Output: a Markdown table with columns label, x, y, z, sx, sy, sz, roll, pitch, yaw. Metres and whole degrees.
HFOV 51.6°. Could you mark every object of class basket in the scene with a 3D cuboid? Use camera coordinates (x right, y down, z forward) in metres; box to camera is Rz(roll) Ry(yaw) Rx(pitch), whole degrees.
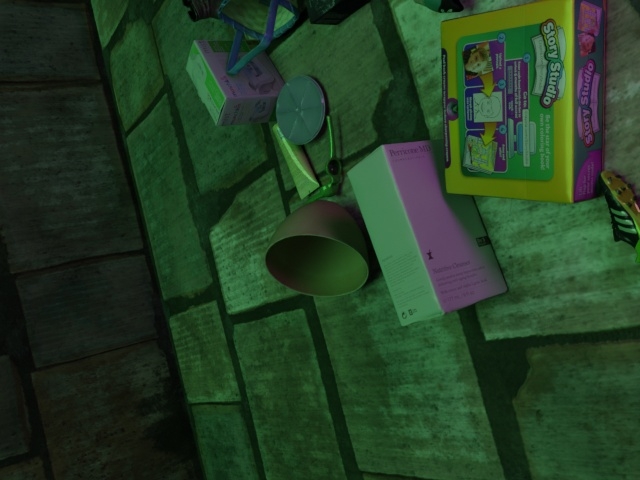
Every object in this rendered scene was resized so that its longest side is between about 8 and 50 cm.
| label | x | y | z | sx | sy | sz | roll | pitch | yaw |
| --- | --- | --- | --- | --- | --- | --- | --- | --- | --- |
| basket | -0.186 | -0.641 | 1.906 | 0.255 | 0.201 | 0.288 | -16 | 64 | 55 |

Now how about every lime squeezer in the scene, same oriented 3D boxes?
| label | x | y | z | sx | sy | sz | roll | pitch | yaw |
| --- | --- | --- | --- | --- | --- | --- | --- | --- | --- |
| lime squeezer | 0.023 | -0.197 | 1.900 | 0.110 | 0.059 | 0.310 | -117 | 33 | -47 |

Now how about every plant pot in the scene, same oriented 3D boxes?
| label | x | y | z | sx | sy | sz | roll | pitch | yaw |
| --- | --- | --- | --- | --- | --- | --- | --- | --- | --- |
| plant pot | 0.000 | 0.000 | 1.834 | 0.284 | 0.284 | 0.190 | 129 | 157 | -49 |

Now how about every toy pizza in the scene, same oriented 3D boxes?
| label | x | y | z | sx | sy | sz | roll | pitch | yaw |
| --- | --- | --- | --- | --- | --- | --- | --- | --- | --- |
| toy pizza | -0.055 | -0.383 | 1.950 | 0.201 | 0.032 | 0.201 | 7 | 100 | 43 |

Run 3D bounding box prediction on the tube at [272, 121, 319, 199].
| label | x | y | z | sx | sy | sz | roll | pitch | yaw |
| --- | --- | --- | --- | --- | --- | --- | --- | --- | --- |
| tube | -0.076 | -0.250 | 2.025 | 0.070 | 0.062 | 0.240 | 85 | 163 | -78 |

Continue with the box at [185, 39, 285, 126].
| label | x | y | z | sx | sy | sz | roll | pitch | yaw |
| --- | --- | --- | --- | --- | --- | --- | --- | --- | --- |
| box | -0.260 | -0.493 | 2.062 | 0.262 | 0.231 | 0.126 | 62 | 143 | 25 |

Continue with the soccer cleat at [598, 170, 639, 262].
| label | x | y | z | sx | sy | sz | roll | pitch | yaw |
| --- | --- | --- | --- | --- | --- | --- | --- | --- | --- |
| soccer cleat | 0.541 | -0.041 | 1.182 | 0.178 | 0.060 | 0.072 | 63 | 144 | 18 |

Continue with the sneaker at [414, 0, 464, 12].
| label | x | y | z | sx | sy | sz | roll | pitch | yaw |
| --- | --- | --- | --- | --- | --- | --- | --- | --- | --- |
| sneaker | 0.296 | -0.615 | 1.348 | 0.121 | 0.108 | 0.302 | 31 | 121 | 23 |

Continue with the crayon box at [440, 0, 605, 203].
| label | x | y | z | sx | sy | sz | roll | pitch | yaw |
| --- | --- | --- | --- | --- | --- | --- | --- | --- | --- |
| crayon box | 0.387 | -0.266 | 1.299 | 0.313 | 0.106 | 0.362 | 11 | 109 | 53 |

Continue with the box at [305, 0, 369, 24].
| label | x | y | z | sx | sy | sz | roll | pitch | yaw |
| --- | --- | --- | --- | --- | --- | --- | --- | --- | --- |
| box | 0.034 | -0.662 | 1.710 | 0.158 | 0.093 | 0.155 | -15 | 87 | 55 |

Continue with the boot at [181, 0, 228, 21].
| label | x | y | z | sx | sy | sz | roll | pitch | yaw |
| --- | --- | --- | --- | --- | --- | --- | --- | --- | --- |
| boot | -0.396 | -0.844 | 2.219 | 0.083 | 0.161 | 0.246 | -39 | 67 | 52 |

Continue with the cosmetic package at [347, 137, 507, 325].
| label | x | y | z | sx | sy | sz | roll | pitch | yaw |
| --- | --- | --- | --- | --- | --- | --- | --- | --- | --- |
| cosmetic package | 0.237 | -0.025 | 1.493 | 0.156 | 0.217 | 0.384 | -31 | 76 | 55 |
